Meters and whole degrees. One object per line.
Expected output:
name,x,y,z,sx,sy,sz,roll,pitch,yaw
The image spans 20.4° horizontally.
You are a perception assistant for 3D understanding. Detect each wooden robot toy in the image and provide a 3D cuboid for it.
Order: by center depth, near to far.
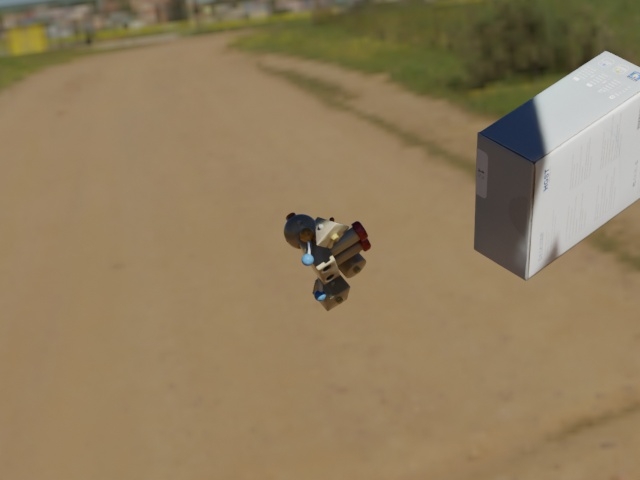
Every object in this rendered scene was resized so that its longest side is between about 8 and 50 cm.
wooden robot toy,0.000,0.000,1.798,0.076,0.079,0.173,-37,-23,-9

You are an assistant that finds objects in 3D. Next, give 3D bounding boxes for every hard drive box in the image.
hard drive box,0.293,-0.090,2.115,0.232,0.181,0.089,-33,49,-32
